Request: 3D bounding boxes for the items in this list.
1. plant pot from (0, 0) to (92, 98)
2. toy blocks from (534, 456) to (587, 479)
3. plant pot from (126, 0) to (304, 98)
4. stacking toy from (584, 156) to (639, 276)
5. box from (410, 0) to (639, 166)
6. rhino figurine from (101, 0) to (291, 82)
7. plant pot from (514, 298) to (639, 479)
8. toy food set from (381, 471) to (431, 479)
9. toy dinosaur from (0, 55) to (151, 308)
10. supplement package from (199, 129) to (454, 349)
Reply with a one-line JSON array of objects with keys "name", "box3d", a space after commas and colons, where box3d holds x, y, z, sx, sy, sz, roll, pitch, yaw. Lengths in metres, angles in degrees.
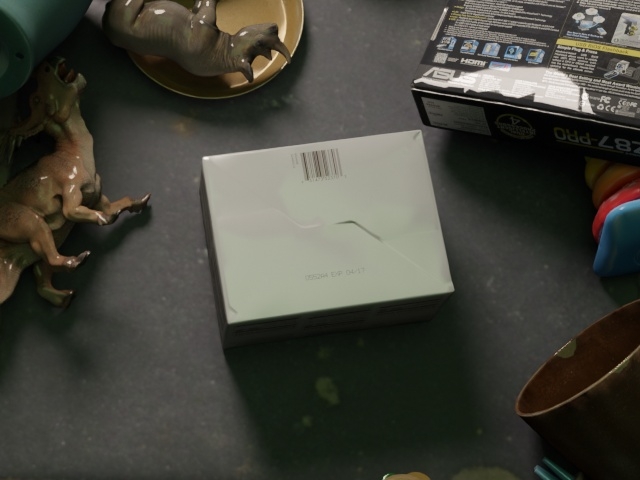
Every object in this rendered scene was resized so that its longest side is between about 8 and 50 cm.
[{"name": "plant pot", "box3d": [-0.383, -0.306, 1.753, 0.272, 0.271, 0.255, 13, 52, -2]}, {"name": "toy blocks", "box3d": [0.291, 0.336, 1.786, 0.148, 0.054, 0.123, 39, 73, 6]}, {"name": "plant pot", "box3d": [-0.140, -0.284, 1.936, 0.236, 0.032, 0.236, 2, 74, -6]}, {"name": "stacking toy", "box3d": [0.382, -0.119, 1.901, 0.166, 0.175, 0.302, -14, 62, -5]}, {"name": "box", "box3d": [0.346, -0.252, 1.853, 0.395, 0.097, 0.318, 12, 65, 24]}, {"name": "rhino figurine", "box3d": [-0.151, -0.256, 1.871, 0.243, 0.073, 0.106, 19, 79, -3]}, {"name": "plant pot", "box3d": [0.380, 0.219, 1.770, 0.215, 0.215, 0.230, -41, 96, -16]}, {"name": "toy food set", "box3d": [0.095, 0.312, 1.789, 0.083, 0.020, 0.083, -4, 74, -7]}, {"name": "toy dinosaur", "box3d": [-0.335, -0.047, 1.797, 0.200, 0.127, 0.295, 34, 77, 4]}, {"name": "supplement package", "box3d": [0.000, 0.000, 1.806, 0.262, 0.145, 0.204, -7, 75, -9]}]
